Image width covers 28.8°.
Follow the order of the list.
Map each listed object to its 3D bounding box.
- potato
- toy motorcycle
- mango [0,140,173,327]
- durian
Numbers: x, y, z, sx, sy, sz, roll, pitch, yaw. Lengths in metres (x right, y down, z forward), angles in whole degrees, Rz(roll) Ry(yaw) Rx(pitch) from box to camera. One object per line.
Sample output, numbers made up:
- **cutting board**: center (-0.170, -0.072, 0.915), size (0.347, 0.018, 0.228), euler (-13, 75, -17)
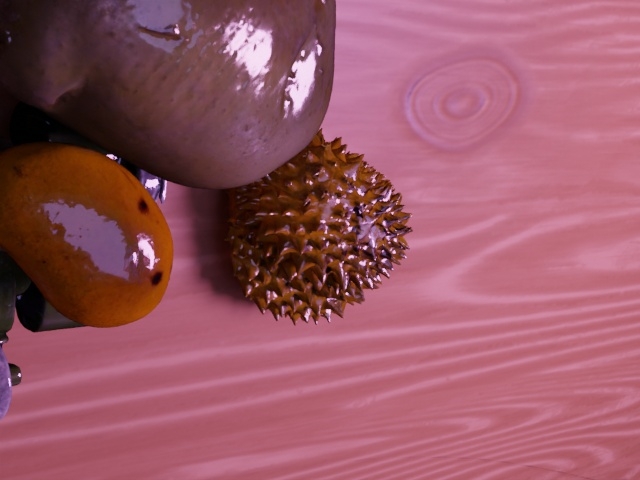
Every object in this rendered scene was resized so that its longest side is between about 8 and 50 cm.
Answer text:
- **potato**: center (-0.116, -0.179, 0.968), size (0.326, 0.221, 0.243), euler (33, 85, -46)
- **toy motorcycle**: center (-0.240, 0.008, 1.058), size (0.205, 0.127, 0.275), euler (-5, 109, -42)
- **mango**: center (-0.184, -0.009, 0.962), size (0.115, 0.090, 0.178), euler (-45, 119, -14)
- **durian**: center (0.011, -0.004, 1.264), size (0.250, 0.138, 0.183), euler (36, 65, -54)
